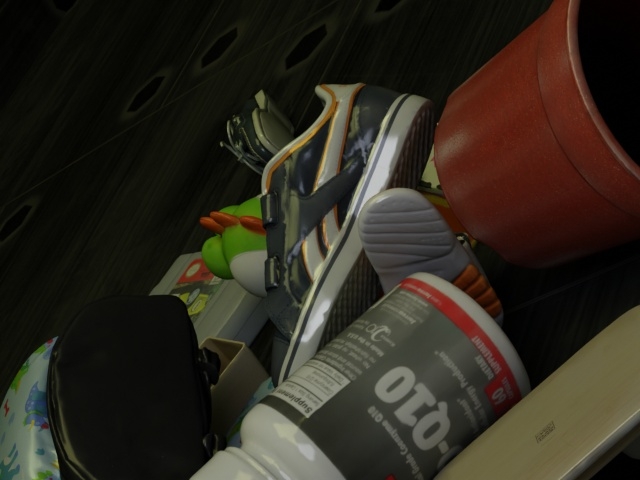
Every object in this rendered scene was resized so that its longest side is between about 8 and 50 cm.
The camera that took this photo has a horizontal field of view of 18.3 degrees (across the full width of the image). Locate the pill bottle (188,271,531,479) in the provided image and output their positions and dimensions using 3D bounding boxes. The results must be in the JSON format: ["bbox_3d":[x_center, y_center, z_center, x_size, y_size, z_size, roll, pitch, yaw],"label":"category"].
[{"bbox_3d":[0.034,0.172,1.752,0.283,0.161,0.161,-40,18,-18],"label":"pill bottle"}]

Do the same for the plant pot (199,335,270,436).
[{"bbox_3d":[-0.102,0.179,2.167,0.109,0.096,0.109,-53,22,-15],"label":"plant pot"}]

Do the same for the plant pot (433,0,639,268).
[{"bbox_3d":[0.255,-0.105,1.808,0.265,0.272,0.272,-32,23,53],"label":"plant pot"}]

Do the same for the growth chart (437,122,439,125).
[{"bbox_3d":[0.155,-0.110,2.317,0.237,0.021,0.172,-18,35,48],"label":"growth chart"}]

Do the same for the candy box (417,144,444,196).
[{"bbox_3d":[0.196,-0.094,2.113,0.165,0.070,0.196,-51,27,-14],"label":"candy box"}]

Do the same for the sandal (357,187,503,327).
[{"bbox_3d":[0.100,0.017,1.865,0.102,0.265,0.076,-19,48,6],"label":"sandal"}]

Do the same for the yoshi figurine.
[{"bbox_3d":[0.029,0.023,2.118,0.203,0.203,0.362,-35,25,-32],"label":"yoshi figurine"}]

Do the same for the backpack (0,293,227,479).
[{"bbox_3d":[-0.239,0.271,1.990,0.355,0.273,0.290,98,167,-45],"label":"backpack"}]

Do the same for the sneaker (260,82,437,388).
[{"bbox_3d":[0.000,0.000,1.902,0.127,0.126,0.321,18,77,19],"label":"sneaker"}]

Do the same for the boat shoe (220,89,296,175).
[{"bbox_3d":[-0.086,-0.142,2.737,0.079,0.095,0.254,-41,20,9],"label":"boat shoe"}]

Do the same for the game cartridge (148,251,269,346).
[{"bbox_3d":[-0.155,0.096,2.493,0.294,0.060,0.196,-9,45,58],"label":"game cartridge"}]

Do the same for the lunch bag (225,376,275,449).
[{"bbox_3d":[-0.013,0.204,1.956,0.219,0.090,0.176,-20,32,50],"label":"lunch bag"}]

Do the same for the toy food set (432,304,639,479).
[{"bbox_3d":[0.210,0.184,1.594,0.306,0.092,0.220,-42,9,8],"label":"toy food set"}]
